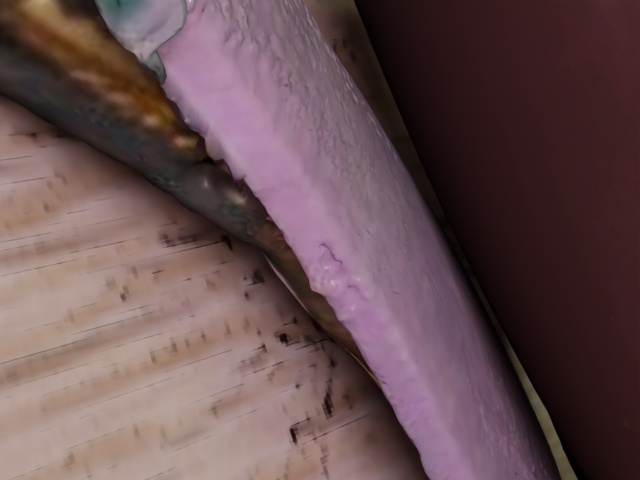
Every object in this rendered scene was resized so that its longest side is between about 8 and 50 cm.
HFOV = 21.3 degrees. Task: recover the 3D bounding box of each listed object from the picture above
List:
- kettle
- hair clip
[{"bbox_3d":[0.095,-0.005,0.492,0.144,0.202,0.232,-14,78,-24],"label":"kettle"},{"bbox_3d":[0.000,-0.002,0.453,0.096,0.110,0.359,-51,130,-9],"label":"hair clip"}]
